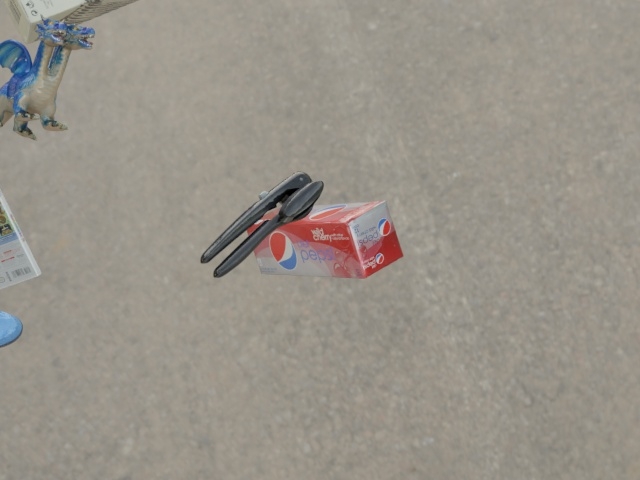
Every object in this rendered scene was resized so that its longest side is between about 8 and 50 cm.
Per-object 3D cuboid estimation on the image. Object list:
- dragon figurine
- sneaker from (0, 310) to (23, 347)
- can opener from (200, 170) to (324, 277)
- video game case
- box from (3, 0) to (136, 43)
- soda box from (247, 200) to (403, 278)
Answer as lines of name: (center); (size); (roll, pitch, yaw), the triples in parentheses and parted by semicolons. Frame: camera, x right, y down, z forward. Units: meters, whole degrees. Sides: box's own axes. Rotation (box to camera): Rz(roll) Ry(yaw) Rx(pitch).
dragon figurine: (-0.408, -0.221, 1.385); (0.289, 0.085, 0.144); (-7, 74, 47)
sneaker: (-0.591, 0.129, 1.620); (0.209, 0.082, 0.069); (8, 58, -9)
can opener: (-0.078, -0.024, 1.282); (0.186, 0.073, 0.059); (-37, 81, -11)
video game case: (-0.396, -0.001, 1.194); (0.087, 0.122, 0.011); (-18, 15, 18)
box: (-0.366, -0.419, 1.611); (0.275, 0.094, 0.113); (-28, 3, -21)
soda box: (0.000, 0.000, 1.511); (0.083, 0.092, 0.263); (-27, 16, -34)
